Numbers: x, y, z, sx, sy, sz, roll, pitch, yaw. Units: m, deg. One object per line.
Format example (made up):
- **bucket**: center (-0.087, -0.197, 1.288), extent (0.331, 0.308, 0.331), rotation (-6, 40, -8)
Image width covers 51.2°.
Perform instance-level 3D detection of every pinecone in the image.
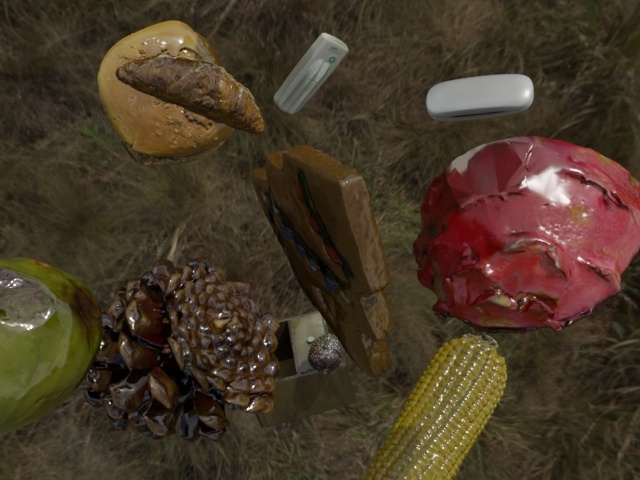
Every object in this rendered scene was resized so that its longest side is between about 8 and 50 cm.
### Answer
- **pinecone**: center (-0.286, 0.233, 1.284), extent (0.385, 0.384, 0.384), rotation (2, 79, -8)

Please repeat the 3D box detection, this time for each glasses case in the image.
- **glasses case**: center (0.351, -0.317, 1.485), extent (0.234, 0.059, 0.092), rotation (-4, 64, 21)

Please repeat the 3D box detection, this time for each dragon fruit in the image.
- **dragon fruit**: center (0.191, -0.007, 0.698), extent (0.163, 0.262, 0.189), rotation (-34, 102, -54)

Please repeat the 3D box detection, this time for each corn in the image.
- **corn**: center (0.193, 0.328, 1.139), extent (0.144, 0.144, 0.387), rotation (36, 68, 0)

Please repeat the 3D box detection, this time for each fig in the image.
- **fig**: center (-0.469, 0.161, 1.017), extent (0.240, 0.239, 0.271), rotation (22, 86, -3)

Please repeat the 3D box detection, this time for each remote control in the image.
- **remote control**: center (-0.026, -0.418, 1.703), extent (0.090, 0.230, 0.049), rotation (15, 39, -41)

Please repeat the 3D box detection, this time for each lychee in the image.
- **lychee**: center (0.010, 0.223, 1.310), extent (0.067, 0.068, 0.083), rotation (20, 61, -7)

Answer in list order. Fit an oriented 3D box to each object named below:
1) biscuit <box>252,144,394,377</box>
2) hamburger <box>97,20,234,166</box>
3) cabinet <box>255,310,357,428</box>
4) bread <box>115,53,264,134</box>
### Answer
- **biscuit**: center (-0.001, 0.001, 0.692), extent (0.043, 0.301, 0.278), rotation (-27, 71, -15)
- **hamburger**: center (-0.344, -0.323, 1.517), extent (0.284, 0.174, 0.304), rotation (-27, 96, -14)
- **cabinet**: center (-0.051, 0.272, 1.462), extent (0.215, 0.148, 0.174), rotation (-15, 41, 0)
- **bread**: center (-0.182, -0.228, 0.994), extent (0.233, 0.105, 0.075), rotation (17, 88, -20)
